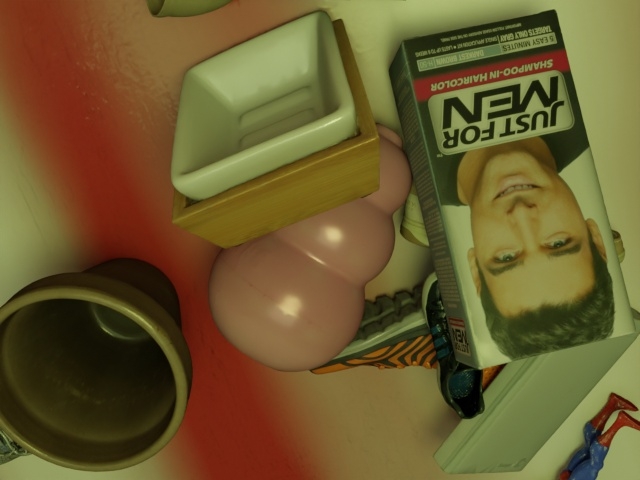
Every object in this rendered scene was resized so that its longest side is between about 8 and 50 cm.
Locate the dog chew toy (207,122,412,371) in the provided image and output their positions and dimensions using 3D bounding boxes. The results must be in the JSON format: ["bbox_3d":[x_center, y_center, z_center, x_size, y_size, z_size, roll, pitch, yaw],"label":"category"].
[{"bbox_3d":[0.000,0.000,0.903,0.206,0.206,0.332,31,94,-10],"label":"dog chew toy"}]

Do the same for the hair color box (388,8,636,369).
[{"bbox_3d":[0.215,-0.057,0.823,0.185,0.113,0.375,-13,87,-4],"label":"hair color box"}]

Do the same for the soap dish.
[{"bbox_3d":[-0.053,-0.132,0.816,0.228,0.291,0.118,-21,129,10],"label":"soap dish"}]

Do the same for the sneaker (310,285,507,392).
[{"bbox_3d":[0.142,0.167,0.999,0.321,0.125,0.180,-20,109,10],"label":"sneaker"}]

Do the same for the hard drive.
[{"bbox_3d":[0.316,0.212,1.001,0.203,0.040,0.308,14,116,-40],"label":"hard drive"}]

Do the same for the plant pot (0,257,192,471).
[{"bbox_3d":[-0.284,0.135,0.949,0.262,0.229,0.263,1,111,3],"label":"plant pot"}]

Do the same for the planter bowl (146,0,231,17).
[{"bbox_3d":[-0.134,-0.335,0.807,0.109,0.162,0.162,-2,114,-26],"label":"planter bowl"}]

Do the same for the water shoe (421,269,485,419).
[{"bbox_3d":[0.181,0.132,0.896,0.072,0.080,0.203,-15,112,-4],"label":"water shoe"}]

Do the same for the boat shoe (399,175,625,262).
[{"bbox_3d":[0.260,-0.028,0.926,0.302,0.109,0.098,9,105,-2],"label":"boat shoe"}]

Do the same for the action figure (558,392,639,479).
[{"bbox_3d":[0.426,0.388,1.089,0.139,0.091,0.280,33,110,1],"label":"action figure"}]

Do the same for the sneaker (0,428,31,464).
[{"bbox_3d":[-0.447,0.278,1.074,0.281,0.115,0.105,-32,107,14],"label":"sneaker"}]
